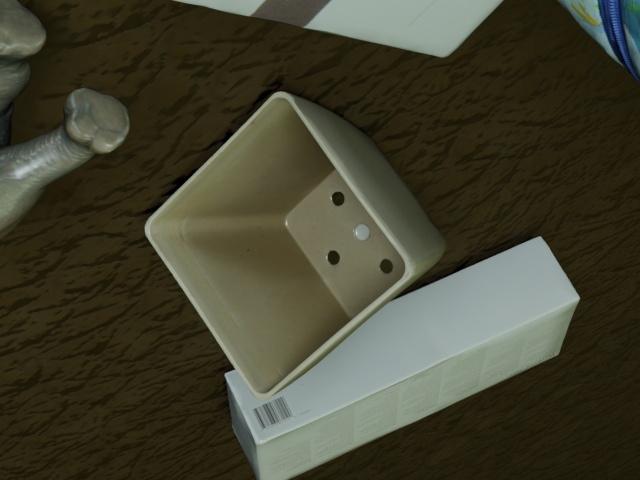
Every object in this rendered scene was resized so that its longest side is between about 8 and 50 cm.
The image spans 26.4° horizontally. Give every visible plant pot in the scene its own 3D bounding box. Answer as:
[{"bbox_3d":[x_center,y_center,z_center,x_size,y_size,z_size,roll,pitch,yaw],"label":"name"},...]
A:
[{"bbox_3d":[0.000,0.000,0.685,0.109,0.109,0.096,-42,164,26],"label":"plant pot"}]

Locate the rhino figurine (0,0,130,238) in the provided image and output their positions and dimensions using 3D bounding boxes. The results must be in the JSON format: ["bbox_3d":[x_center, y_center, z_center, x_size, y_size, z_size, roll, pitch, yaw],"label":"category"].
[{"bbox_3d":[-0.192,-0.035,0.449,0.243,0.073,0.106,1,152,-42],"label":"rhino figurine"}]

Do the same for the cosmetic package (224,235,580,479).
[{"bbox_3d":[0.055,0.084,0.940,0.239,0.060,0.099,-23,152,-12],"label":"cosmetic package"}]

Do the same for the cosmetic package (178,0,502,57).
[{"bbox_3d":[-0.010,-0.156,0.317,0.183,0.151,0.151,2,142,-48],"label":"cosmetic package"}]

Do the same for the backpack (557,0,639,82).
[{"bbox_3d":[0.219,-0.184,0.430,0.355,0.273,0.290,-56,153,5],"label":"backpack"}]
